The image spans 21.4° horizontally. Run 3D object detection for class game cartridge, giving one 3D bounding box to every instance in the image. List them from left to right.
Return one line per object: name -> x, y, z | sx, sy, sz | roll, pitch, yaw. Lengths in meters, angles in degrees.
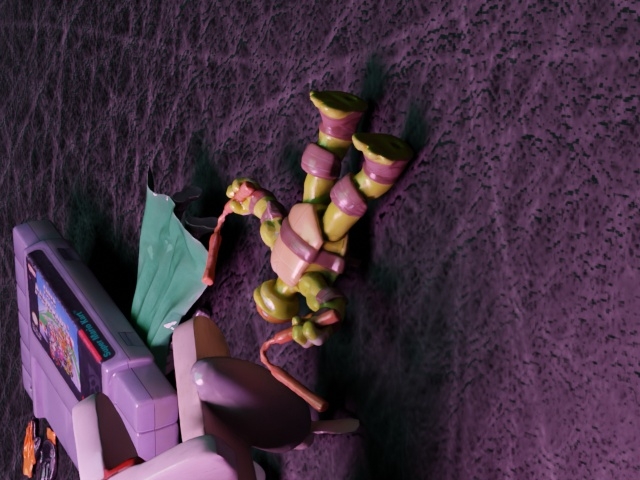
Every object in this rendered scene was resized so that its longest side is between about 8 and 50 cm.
game cartridge -> -0.241, 0.153, 1.768 | 0.355, 0.068, 0.230 | 46, 146, 48

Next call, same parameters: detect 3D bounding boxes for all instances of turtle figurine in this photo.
turtle figurine -> 0.000, 0.000, 1.406 | 0.217, 0.087, 0.269 | -63, 32, 25

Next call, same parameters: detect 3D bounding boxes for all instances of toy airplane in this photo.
toy airplane -> -0.046, 0.257, 1.311 | 0.384, 0.272, 0.386 | -105, 1, -86

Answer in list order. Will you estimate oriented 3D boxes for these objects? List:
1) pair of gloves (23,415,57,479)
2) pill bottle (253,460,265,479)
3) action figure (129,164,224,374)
pair of gloves -> -0.330, 0.250, 2.000 | 0.083, 0.010, 0.074 | 15, 101, 54
pill bottle -> -0.100, 0.284, 1.557 | 0.094, 0.094, 0.169 | 38, 122, 51
action figure -> -0.149, 0.056, 1.664 | 0.137, 0.063, 0.232 | 58, 143, 38
